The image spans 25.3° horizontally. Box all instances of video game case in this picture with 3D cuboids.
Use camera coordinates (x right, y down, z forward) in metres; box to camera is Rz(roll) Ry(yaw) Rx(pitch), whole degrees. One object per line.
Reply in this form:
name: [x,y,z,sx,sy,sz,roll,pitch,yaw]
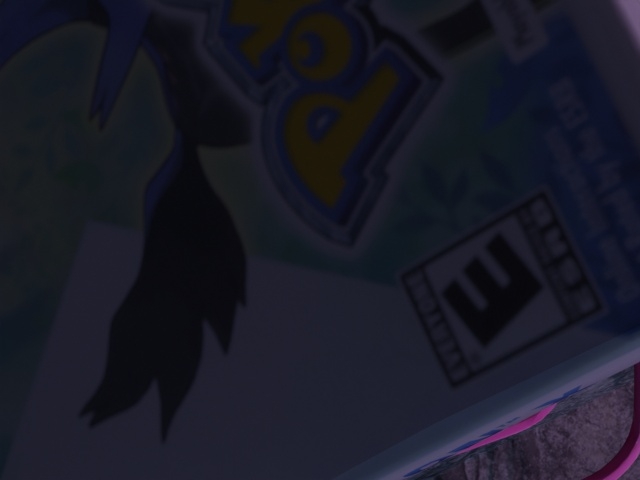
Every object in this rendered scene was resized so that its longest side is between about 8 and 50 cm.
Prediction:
video game case: [-0.078,-0.066,0.407,0.300,0.329,0.036,-32,163,29]

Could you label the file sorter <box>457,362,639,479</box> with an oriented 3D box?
file sorter: [0.000,0.000,0.677,0.202,0.290,0.182,-15,118,-17]
